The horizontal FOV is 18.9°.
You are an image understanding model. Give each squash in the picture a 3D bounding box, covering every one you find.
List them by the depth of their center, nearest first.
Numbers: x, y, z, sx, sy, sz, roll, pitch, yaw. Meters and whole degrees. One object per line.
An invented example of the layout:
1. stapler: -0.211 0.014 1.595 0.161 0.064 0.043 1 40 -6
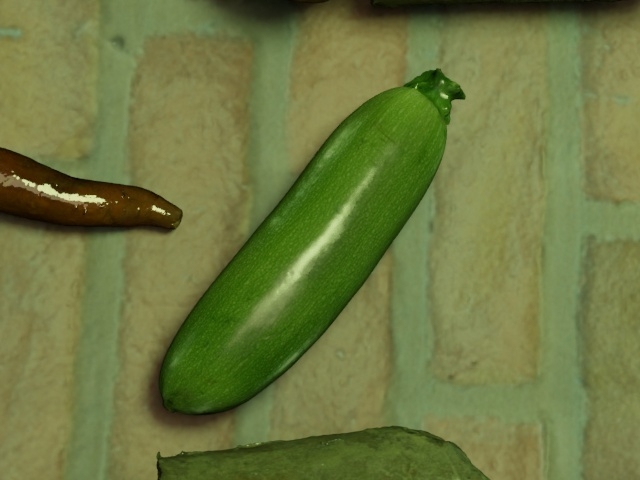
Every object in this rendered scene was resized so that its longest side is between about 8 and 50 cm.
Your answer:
1. squash: 0.000 0.000 1.684 0.107 0.107 0.395 39 74 -1

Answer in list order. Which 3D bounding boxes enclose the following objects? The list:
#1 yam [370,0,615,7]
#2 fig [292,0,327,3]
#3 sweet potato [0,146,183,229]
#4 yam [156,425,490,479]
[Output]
1. yam: 0.186 -0.295 1.748 0.304 0.168 0.168 -3 79 -11
2. fig: -0.020 -0.296 1.722 0.148 0.149 0.202 21 64 -5
3. sweet potato: -0.250 -0.044 1.674 0.264 0.057 0.057 17 76 -11
4. yam: 0.003 0.256 1.589 0.300 0.195 0.195 -4 79 -11
